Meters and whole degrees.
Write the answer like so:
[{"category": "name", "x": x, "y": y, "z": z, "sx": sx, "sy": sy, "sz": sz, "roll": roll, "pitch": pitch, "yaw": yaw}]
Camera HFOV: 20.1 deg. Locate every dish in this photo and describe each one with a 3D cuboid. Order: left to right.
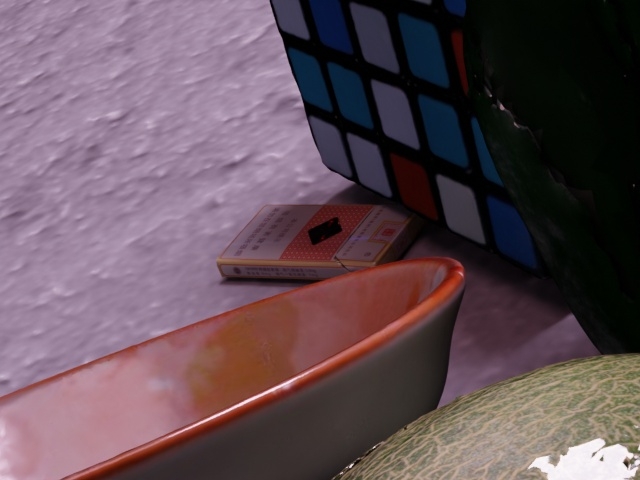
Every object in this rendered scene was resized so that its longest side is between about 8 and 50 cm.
[{"category": "dish", "x": -0.064, "y": 0.091, "z": 0.546, "sx": 0.260, "sy": 0.085, "sz": 0.260, "roll": -21, "pitch": 4, "yaw": 2}]

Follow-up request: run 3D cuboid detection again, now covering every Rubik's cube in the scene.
[{"category": "Rubik's cube", "x": 0.092, "y": -0.121, "z": 0.736, "sx": 0.184, "sy": 0.187, "sz": 0.182, "roll": -30, "pitch": 30, "yaw": -20}]

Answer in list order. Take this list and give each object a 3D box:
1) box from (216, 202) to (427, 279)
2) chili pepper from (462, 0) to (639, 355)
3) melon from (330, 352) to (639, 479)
[{"category": "box", "x": 0.000, "y": 0.000, "z": 0.779, "sx": 0.083, "sy": 0.012, "sz": 0.046, "roll": 0, "pitch": 34, "yaw": 35}, {"category": "chili pepper", "x": 0.180, "y": -0.069, "z": 0.538, "sx": 0.248, "sy": 0.257, "sz": 0.233, "roll": -26, "pitch": 17, "yaw": -6}, {"category": "melon", "x": 0.054, "y": 0.105, "z": 0.433, "sx": 0.192, "sy": 0.139, "sz": 0.139, "roll": -33, "pitch": 31, "yaw": -18}]
